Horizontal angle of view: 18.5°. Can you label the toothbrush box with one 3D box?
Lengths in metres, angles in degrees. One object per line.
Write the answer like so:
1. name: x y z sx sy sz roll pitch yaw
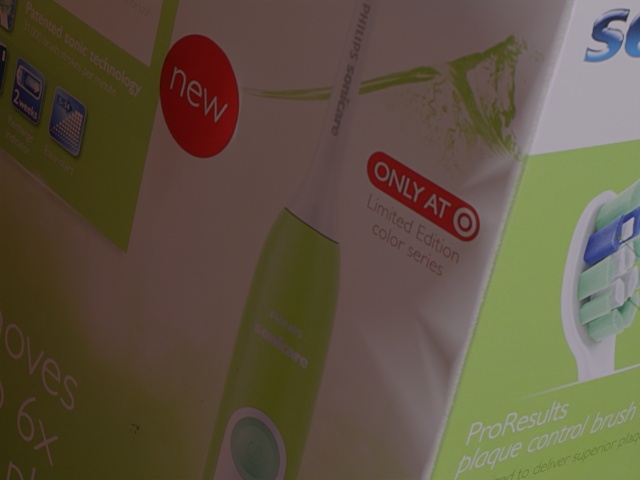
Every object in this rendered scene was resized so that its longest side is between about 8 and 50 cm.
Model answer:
1. toothbrush box: 0.000 0.000 0.536 0.122 0.206 0.283 -10 125 -42
